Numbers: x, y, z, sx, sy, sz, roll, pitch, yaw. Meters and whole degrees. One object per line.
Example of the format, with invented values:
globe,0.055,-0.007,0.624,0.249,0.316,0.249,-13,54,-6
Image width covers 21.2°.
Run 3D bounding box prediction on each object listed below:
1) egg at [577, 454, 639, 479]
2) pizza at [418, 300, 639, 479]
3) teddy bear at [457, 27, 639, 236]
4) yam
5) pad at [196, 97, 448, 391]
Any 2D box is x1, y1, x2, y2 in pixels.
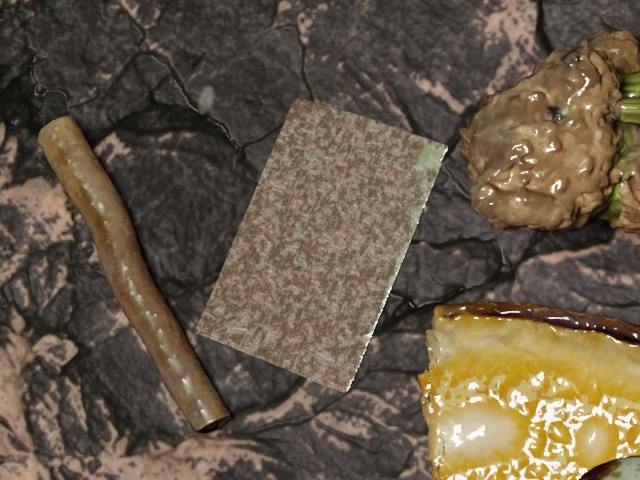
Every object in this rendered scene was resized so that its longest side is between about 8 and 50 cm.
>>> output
egg,0.250,0.258,1.189,0.169,0.169,0.231,-32,81,10
pizza,0.280,0.230,1.317,0.392,0.080,0.435,-12,75,17
teddy bear,0.265,-0.114,1.326,0.296,0.222,0.246,-50,29,18
yam,-0.169,0.029,1.543,0.045,0.045,0.327,-48,64,41
pad,0.000,0.000,1.509,0.158,0.003,0.235,20,85,23
